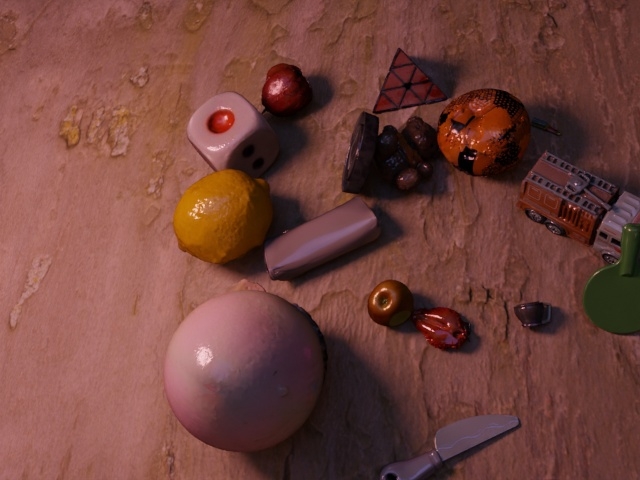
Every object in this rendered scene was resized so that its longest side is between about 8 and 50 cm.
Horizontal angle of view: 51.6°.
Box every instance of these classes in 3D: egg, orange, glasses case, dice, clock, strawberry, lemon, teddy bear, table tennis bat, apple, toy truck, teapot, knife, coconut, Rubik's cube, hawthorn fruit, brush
[{"bbox_3d":[-0.179,0.288,1.421,0.355,0.340,0.354,0,90,11],"label":"egg"},{"bbox_3d":[0.411,-0.271,1.662,0.235,0.182,0.234,-13,57,21],"label":"orange"},{"bbox_3d":[-0.001,-0.002,1.707,0.308,0.083,0.128,-25,56,3],"label":"glasses case"},{"bbox_3d":[-0.243,-0.281,1.842,0.194,0.192,0.193,-43,61,-8],"label":"dice"},{"bbox_3d":[0.102,-0.224,1.712,0.042,0.215,0.214,13,67,-7],"label":"clock"},{"bbox_3d":[0.282,0.200,1.553,0.152,0.048,0.103,20,69,19],"label":"strawberry"},{"bbox_3d":[-0.250,-0.064,1.723,0.288,0.233,0.233,-35,61,-7],"label":"lemon"},{"bbox_3d":[0.229,-0.234,1.734,0.190,0.140,0.177,-39,92,-14],"label":"teddy bear"},{"bbox_3d":[0.657,0.084,1.426,0.161,0.039,0.256,6,112,17],"label":"table tennis bat"},{"bbox_3d":[0.163,0.147,1.578,0.114,0.102,0.099,-32,60,8],"label":"apple"},{"bbox_3d":[0.615,-0.079,1.524,0.305,0.162,0.136,34,78,26],"label":"toy truck"},{"bbox_3d":[0.487,0.168,1.508,0.088,0.066,0.056,-7,82,-12],"label":"teapot"},{"bbox_3d":[0.275,0.451,1.447,0.331,0.044,0.080,-29,54,-6],"label":"knife"},{"bbox_3d":[-0.194,0.166,1.665,0.116,0.122,0.116,14,49,-17],"label":"coconut"},{"bbox_3d":[0.262,-0.464,1.874,0.191,0.211,0.178,18,45,-11],"label":"Rubik's cube"},{"bbox_3d":[-0.109,-0.422,1.905,0.172,0.148,0.148,-45,61,14],"label":"hawthorn fruit"},{"bbox_3d":[0.586,-0.295,1.714,0.083,0.021,0.018,32,75,25],"label":"brush"}]
